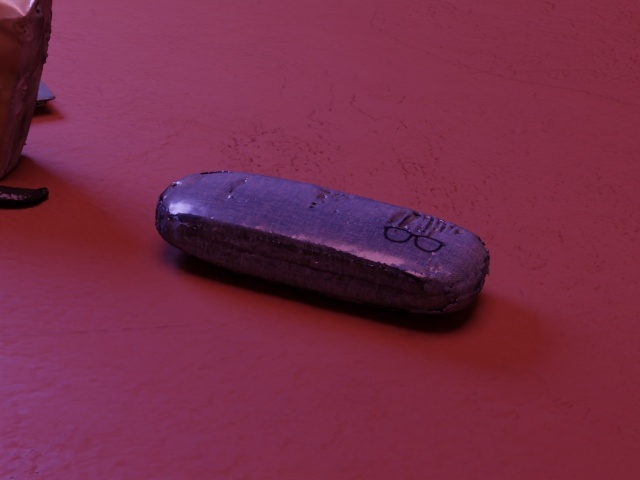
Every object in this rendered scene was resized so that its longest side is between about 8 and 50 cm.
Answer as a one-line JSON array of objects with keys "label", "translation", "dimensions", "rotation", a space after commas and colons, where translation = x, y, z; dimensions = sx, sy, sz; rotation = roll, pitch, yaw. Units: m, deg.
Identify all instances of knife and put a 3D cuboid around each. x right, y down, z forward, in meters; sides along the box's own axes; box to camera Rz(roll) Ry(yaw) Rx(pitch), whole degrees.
[{"label": "knife", "translation": [-0.347, -0.059, 1.704], "dimensions": [0.222, 0.021, 0.045], "rotation": [15, 31, 10]}]

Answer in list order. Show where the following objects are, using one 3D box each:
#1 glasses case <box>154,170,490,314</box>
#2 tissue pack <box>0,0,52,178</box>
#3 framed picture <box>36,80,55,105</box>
[{"label": "glasses case", "translation": [0.000, 0.000, 1.597], "dimensions": [0.282, 0.067, 0.109], "rotation": [16, 28, 17]}, {"label": "tissue pack", "translation": [-0.350, -0.174, 1.715], "dimensions": [0.222, 0.186, 0.090], "rotation": [21, 33, 7]}, {"label": "framed picture", "translation": [-0.417, -0.175, 1.911], "dimensions": [0.232, 0.019, 0.296], "rotation": [-10, 31, -25]}]
